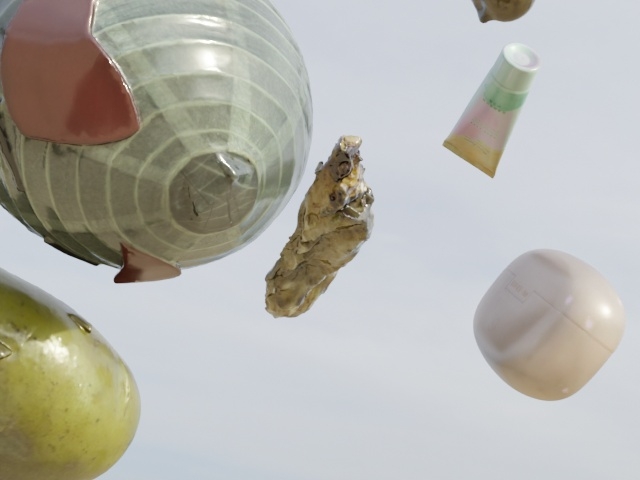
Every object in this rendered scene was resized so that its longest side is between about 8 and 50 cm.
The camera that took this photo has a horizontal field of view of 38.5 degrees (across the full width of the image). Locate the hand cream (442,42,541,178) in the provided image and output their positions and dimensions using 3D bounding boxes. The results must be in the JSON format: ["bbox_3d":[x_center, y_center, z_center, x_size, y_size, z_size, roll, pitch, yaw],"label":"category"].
[{"bbox_3d":[0.200,-0.147,1.056,0.076,0.047,0.174,36,-37,12],"label":"hand cream"}]

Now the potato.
[{"bbox_3d":[-0.256,0.104,0.699,0.197,0.148,0.228,-14,-47,16],"label":"potato"}]

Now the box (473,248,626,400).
[{"bbox_3d":[0.228,0.082,0.933,0.088,0.146,0.200,37,6,-14],"label":"box"}]

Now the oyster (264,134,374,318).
[{"bbox_3d":[0.002,-0.001,1.061,0.078,0.129,0.345,49,-31,19],"label":"oyster"}]

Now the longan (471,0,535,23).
[{"bbox_3d":[0.261,-0.362,1.314,0.113,0.113,0.092,-5,-14,34],"label":"longan"}]

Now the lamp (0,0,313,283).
[{"bbox_3d":[-0.119,-0.090,0.613,0.233,0.233,0.265,0,-37,23],"label":"lamp"}]
